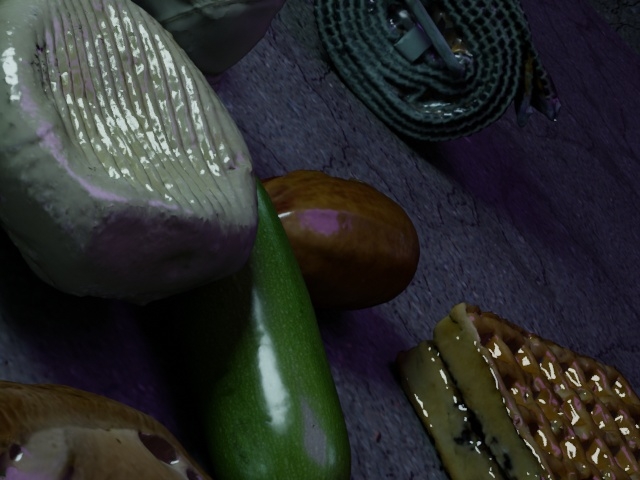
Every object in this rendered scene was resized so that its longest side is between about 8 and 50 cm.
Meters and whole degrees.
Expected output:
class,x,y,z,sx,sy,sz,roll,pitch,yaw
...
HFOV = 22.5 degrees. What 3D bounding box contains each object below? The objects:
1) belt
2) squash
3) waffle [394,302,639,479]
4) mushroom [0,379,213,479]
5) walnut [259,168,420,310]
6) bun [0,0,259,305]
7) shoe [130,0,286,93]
class,x,y,z,sx,sy,sz,roll,pitch,yaw
belt,0.115,-0.231,1.744,0.295,0.207,0.160,59,13,-22
squash,-0.059,0.038,1.089,0.101,0.101,0.378,30,28,-42
waffle,0.210,0.188,1.393,0.308,0.091,0.212,21,36,-50
mushroom,-0.106,0.174,0.688,0.253,0.153,0.253,42,27,-27
walnut,0.000,0.000,1.268,0.207,0.116,0.115,8,46,-50
bun,-0.149,-0.052,1.002,0.231,0.133,0.231,36,32,-27
shoe,-0.157,-0.267,1.237,0.342,0.210,0.132,48,21,-6
